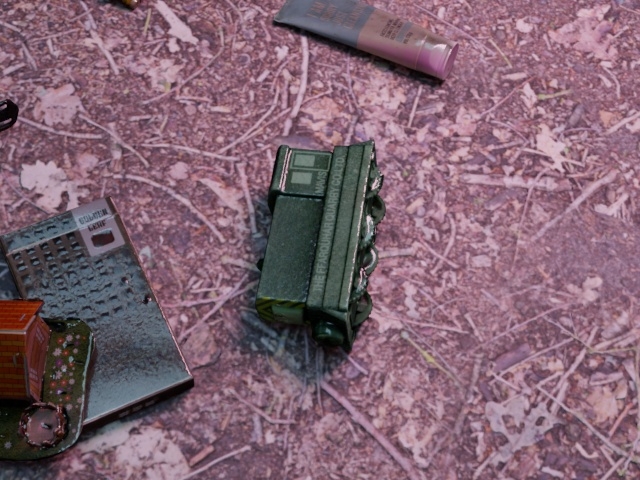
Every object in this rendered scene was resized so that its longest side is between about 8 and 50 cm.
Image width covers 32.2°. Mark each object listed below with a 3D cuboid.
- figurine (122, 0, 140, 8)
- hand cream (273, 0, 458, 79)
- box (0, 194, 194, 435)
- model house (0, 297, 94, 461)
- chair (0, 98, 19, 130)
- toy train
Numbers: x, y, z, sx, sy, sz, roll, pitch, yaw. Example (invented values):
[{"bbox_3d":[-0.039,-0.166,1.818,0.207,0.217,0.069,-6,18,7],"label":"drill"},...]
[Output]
[{"bbox_3d":[-0.368,-0.451,1.898,0.101,0.068,0.143,-28,84,-12],"label":"figurine"},{"bbox_3d":[0.082,-0.365,1.894,0.312,0.070,0.111,24,64,12],"label":"hand cream"},{"bbox_3d":[-0.326,0.101,1.603,0.180,0.047,0.325,-22,66,-15],"label":"box"},{"bbox_3d":[-0.466,0.171,1.463,0.293,0.154,0.207,1,66,4],"label":"model house"},{"bbox_3d":[-0.587,-0.196,1.723,0.212,0.084,0.101,-29,72,-19],"label":"chair"},{"bbox_3d":[0.000,0.000,1.652,0.178,0.138,0.330,6,63,8],"label":"toy train"}]
